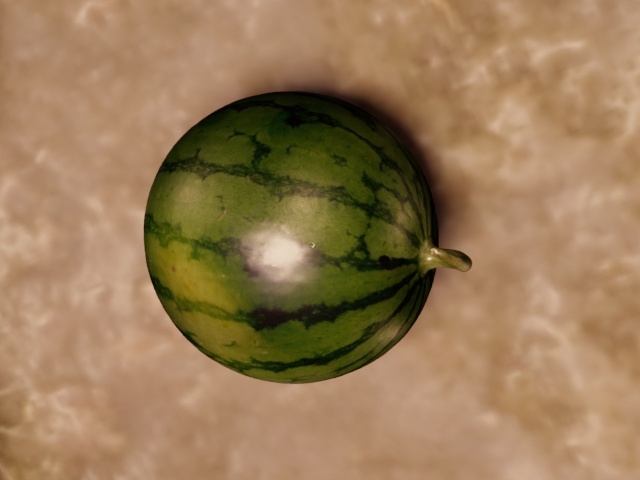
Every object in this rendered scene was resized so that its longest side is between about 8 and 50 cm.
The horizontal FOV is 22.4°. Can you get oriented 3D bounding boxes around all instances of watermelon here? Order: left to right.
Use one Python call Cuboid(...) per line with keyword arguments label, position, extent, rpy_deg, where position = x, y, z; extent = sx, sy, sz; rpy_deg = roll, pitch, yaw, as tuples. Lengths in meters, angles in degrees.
Cuboid(label="watermelon", position=(-0.004, 0.000, 0.539), extent=(0.109, 0.109, 0.109), rpy_deg=(5, 109, 15))
